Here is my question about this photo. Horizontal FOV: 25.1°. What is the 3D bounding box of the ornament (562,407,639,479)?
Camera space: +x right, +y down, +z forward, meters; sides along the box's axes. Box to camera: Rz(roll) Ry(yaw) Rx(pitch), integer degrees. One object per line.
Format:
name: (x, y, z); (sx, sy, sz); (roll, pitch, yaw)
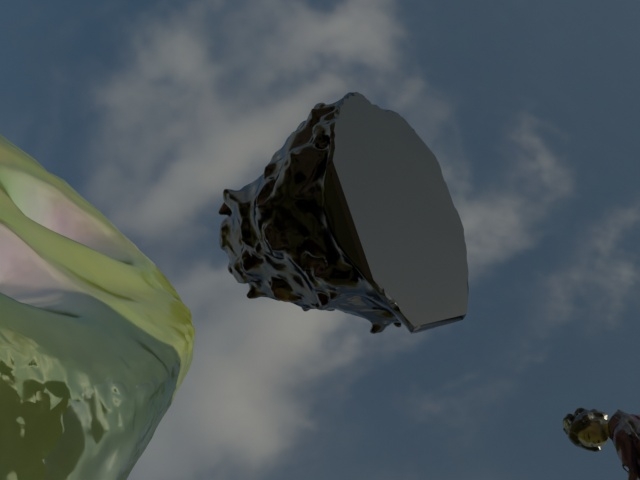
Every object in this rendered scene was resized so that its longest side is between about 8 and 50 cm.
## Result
ornament: (0.275, 0.171, 1.136); (0.203, 0.088, 0.081); (-2, -130, 44)

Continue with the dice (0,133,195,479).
dice: (-0.203, 0.065, 0.447); (0.250, 0.252, 0.254); (33, -85, -1)

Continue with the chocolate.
chocolate: (0.000, 0.000, 0.882); (0.133, 0.156, 0.156); (-23, -107, 32)
